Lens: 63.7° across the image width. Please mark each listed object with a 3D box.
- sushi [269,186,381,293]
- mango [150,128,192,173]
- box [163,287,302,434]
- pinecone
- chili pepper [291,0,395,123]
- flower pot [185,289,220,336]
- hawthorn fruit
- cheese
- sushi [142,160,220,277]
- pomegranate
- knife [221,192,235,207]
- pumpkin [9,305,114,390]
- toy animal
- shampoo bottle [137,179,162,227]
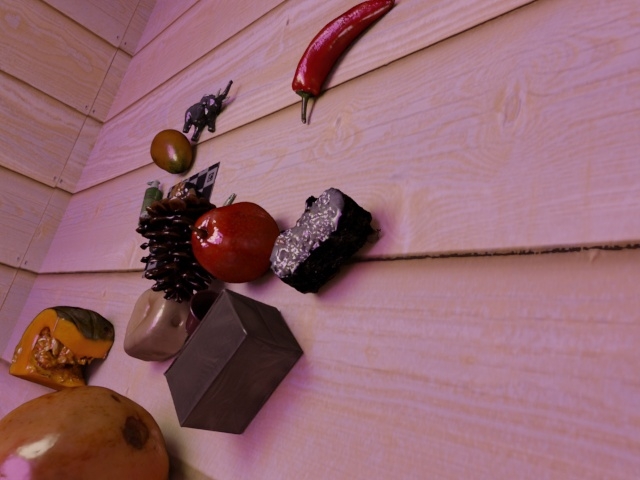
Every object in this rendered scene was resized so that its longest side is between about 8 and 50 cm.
[{"bbox_3d":[0.000,0.000,1.011,0.212,0.115,0.147,-49,41,14],"label":"sushi"},{"bbox_3d":[-0.530,-0.321,1.850,0.221,0.121,0.151,27,100,47],"label":"mango"},{"bbox_3d":[-0.176,0.246,1.035,0.231,0.156,0.149,-53,40,10],"label":"box"},{"bbox_3d":[-0.357,0.022,1.325,0.246,0.246,0.291,-21,57,42],"label":"pinecone"},{"bbox_3d":[0.027,-0.481,1.312,0.368,0.092,0.137,-53,48,16],"label":"chili pepper"},{"bbox_3d":[-0.277,0.190,1.246,0.089,0.111,0.111,-55,34,35],"label":"flower pot"},{"bbox_3d":[-0.209,-0.001,1.172,0.197,0.226,0.196,-14,69,38],"label":"hawthorn fruit"},{"bbox_3d":[-0.440,0.218,1.399,0.235,0.117,0.217,-44,38,17],"label":"cheese"},{"bbox_3d":[-0.486,-0.075,1.684,0.343,0.064,0.358,-15,57,45],"label":"sushi"},{"bbox_3d":[-0.534,0.513,1.097,0.412,0.412,0.411,-29,48,37],"label":"pomegranate"},{"bbox_3d":[-0.306,-0.055,1.498,0.207,0.014,0.030,-52,37,16],"label":"knife"},{"bbox_3d":[-0.861,0.364,1.735,0.256,0.225,0.303,22,79,49],"label":"pumpkin"},{"bbox_3d":[-0.397,-0.445,1.798,0.270,0.082,0.137,-24,52,41],"label":"toy animal"},{"bbox_3d":[-0.622,-0.137,1.886,0.065,0.065,0.204,-29,48,37],"label":"shampoo bottle"}]
